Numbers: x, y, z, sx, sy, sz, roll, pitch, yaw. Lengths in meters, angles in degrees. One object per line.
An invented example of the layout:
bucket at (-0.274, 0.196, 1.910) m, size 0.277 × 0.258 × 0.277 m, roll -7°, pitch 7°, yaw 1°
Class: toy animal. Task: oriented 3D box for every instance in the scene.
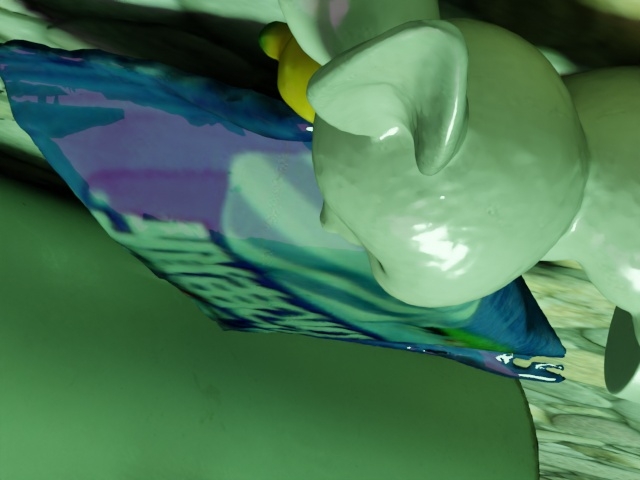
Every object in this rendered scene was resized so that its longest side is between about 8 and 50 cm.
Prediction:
toy animal at (0.041, -0.042, 0.471) m, size 0.182 × 0.131 × 0.127 m, roll 12°, pitch 137°, yaw -35°

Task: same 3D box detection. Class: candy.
candy at (0.000, 0.000, 0.725) m, size 0.187 × 0.077 × 0.331 m, roll 9°, pitch 166°, yaw 16°

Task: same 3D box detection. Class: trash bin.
trash bin at (-0.116, 0.122, 0.996) m, size 0.432 × 0.280 × 0.280 m, roll 17°, pitch 170°, yaw -27°

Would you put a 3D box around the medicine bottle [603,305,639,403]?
medicine bottle at (0.195, 0.054, 0.717) m, size 0.140 × 0.079 × 0.079 m, roll 15°, pitch 169°, yaw -6°
